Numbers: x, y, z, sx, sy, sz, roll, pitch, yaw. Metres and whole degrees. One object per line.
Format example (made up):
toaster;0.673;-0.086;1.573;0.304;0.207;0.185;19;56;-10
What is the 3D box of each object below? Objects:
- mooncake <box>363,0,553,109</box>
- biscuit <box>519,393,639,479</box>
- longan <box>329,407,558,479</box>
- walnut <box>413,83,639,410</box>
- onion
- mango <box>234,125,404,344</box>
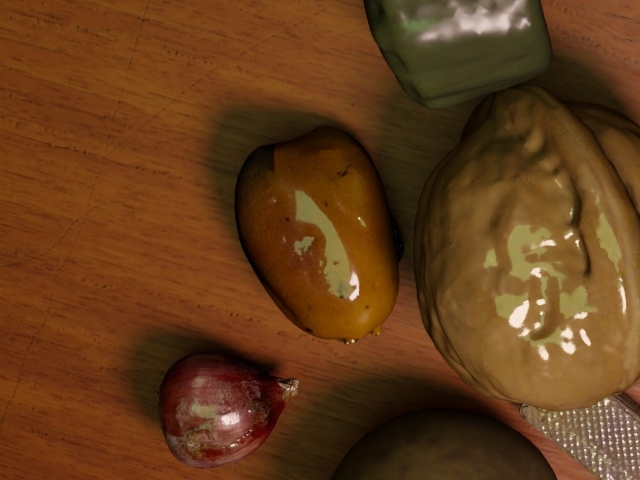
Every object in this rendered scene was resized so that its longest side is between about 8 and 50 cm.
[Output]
mooncake;0.139;-0.336;1.739;0.194;0.356;0.356;-15;100;9
biscuit;0.380;0.259;1.964;0.239;0.062;0.108;40;107;11
longan;0.159;0.394;1.924;0.361;0.361;0.361;2;102;7
walnut;0.289;0.017;1.820;0.384;0.383;0.383;2;102;7
onion;-0.120;0.218;1.998;0.195;0.159;0.159;-12;100;6
mango;0.000;0.000;1.934;0.201;0.152;0.287;-23;96;22
